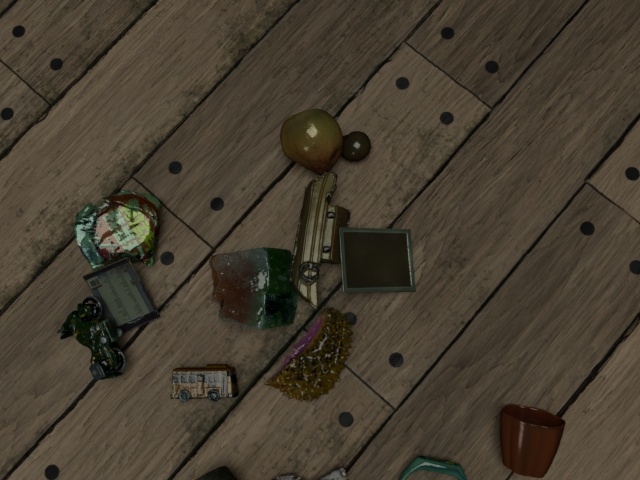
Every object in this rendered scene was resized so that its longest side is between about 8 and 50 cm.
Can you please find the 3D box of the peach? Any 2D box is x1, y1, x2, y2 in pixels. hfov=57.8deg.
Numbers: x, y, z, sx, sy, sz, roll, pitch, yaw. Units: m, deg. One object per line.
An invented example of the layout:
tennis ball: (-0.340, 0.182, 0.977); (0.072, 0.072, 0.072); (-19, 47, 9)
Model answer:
peach: (-0.026, -0.319, 1.917); (0.233, 0.232, 0.232); (0, 80, 2)

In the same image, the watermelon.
watermelon: (-0.220, 0.156, 1.868); (0.302, 0.151, 0.263); (-1, 81, 2)

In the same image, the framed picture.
framed picture: (0.185, 0.064, 1.885); (0.275, 0.017, 0.216); (3, 79, -24)

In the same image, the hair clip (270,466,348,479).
hair clip: (-0.041, 0.782, 1.797); (0.301, 0.069, 0.172); (-30, 79, 7)

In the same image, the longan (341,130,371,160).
longan: (0.116, -0.321, 1.969); (0.114, 0.092, 0.113); (-2, 85, 24)

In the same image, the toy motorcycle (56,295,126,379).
toy motorcycle: (-0.734, 0.327, 1.868); (0.187, 0.125, 0.274); (-27, 87, 19)

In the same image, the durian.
durian: (-0.006, 0.380, 1.844); (0.191, 0.112, 0.341); (39, 82, 10)

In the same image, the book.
book: (-0.648, 0.183, 1.897); (0.158, 0.026, 0.231); (-23, 106, -1)

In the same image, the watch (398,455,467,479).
watch: (0.347, 0.771, 1.792); (0.237, 0.068, 0.194); (12, 83, 0)

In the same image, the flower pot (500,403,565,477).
flower pot: (0.629, 0.610, 1.759); (0.191, 0.190, 0.173); (10, 93, 4)

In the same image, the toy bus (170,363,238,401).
toy bus: (-0.366, 0.454, 1.852); (0.201, 0.098, 0.114); (-2, 81, 3)

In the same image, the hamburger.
hamburger: (-0.669, -0.036, 1.935); (0.276, 0.150, 0.260); (-6, 98, -13)

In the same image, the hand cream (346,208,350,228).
hand cream: (0.064, -0.029, 1.951); (0.062, 0.039, 0.163); (6, 75, 5)

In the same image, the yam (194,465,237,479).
yam: (-0.293, 0.830, 1.737); (0.202, 0.202, 0.271); (-22, 72, -38)

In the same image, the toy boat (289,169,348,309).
toy boat: (0.000, 0.000, 1.886); (0.162, 0.136, 0.444); (10, 78, -2)
